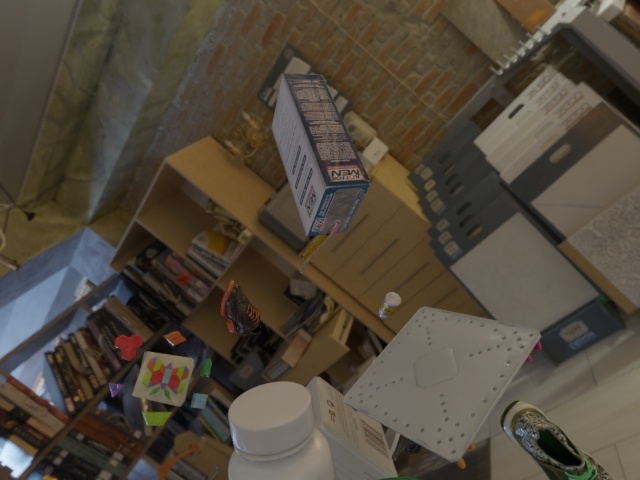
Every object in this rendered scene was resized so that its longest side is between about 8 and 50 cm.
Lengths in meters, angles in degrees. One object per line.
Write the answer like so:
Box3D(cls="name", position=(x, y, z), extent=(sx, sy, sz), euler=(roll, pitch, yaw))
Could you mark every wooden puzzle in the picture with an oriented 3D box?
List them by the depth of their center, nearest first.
Box3D(cls="wooden puzzle", position=(0.000, 0.000, 1.494), extent=(0.238, 0.044, 0.221), euler=(-51, 4, 2))

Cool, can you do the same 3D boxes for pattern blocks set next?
Box3D(cls="pattern blocks set", position=(-0.488, 0.427, 1.383), extent=(0.026, 0.325, 0.285), euler=(-13, 71, 44))

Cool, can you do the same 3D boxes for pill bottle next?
Box3D(cls="pill bottle", position=(-0.045, 0.306, 0.558), extent=(0.131, 0.229, 0.131), euler=(-8, 12, 2))
Box3D(cls="pill bottle", position=(0.184, 0.177, 1.192), extent=(0.043, 0.043, 0.083), euler=(-54, -12, -39))

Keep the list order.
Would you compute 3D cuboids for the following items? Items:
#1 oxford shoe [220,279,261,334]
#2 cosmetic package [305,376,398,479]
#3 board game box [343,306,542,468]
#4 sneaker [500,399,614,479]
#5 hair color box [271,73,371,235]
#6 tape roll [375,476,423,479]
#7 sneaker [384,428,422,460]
Box3D(cls="oxford shoe", position=(-0.216, 0.194, 1.256), extent=(0.271, 0.099, 0.096), euler=(92, -166, -59))
Box3D(cls="cosmetic package", position=(-0.009, 0.755, 1.476), extent=(0.393, 0.327, 0.329), euler=(-50, 9, 5))
Box3D(cls="board game box", position=(0.306, 0.346, 1.150), extent=(0.390, 0.050, 0.390), euler=(-42, 23, -25))
Box3D(cls="sneaker", position=(0.723, 0.658, 1.293), extent=(0.158, 0.410, 0.182), euler=(-50, -4, -4))
Box3D(cls="hair color box", position=(-0.013, -0.201, 1.012), extent=(0.105, 0.347, 0.173), euler=(-6, -31, -20))
Box3D(cls="tape roll", position=(0.176, 0.650, 0.887), extent=(0.321, 0.321, 0.077), euler=(-49, -10, 11))
Box3D(cls="sneaker", position=(0.308, 0.783, 1.669), extent=(0.104, 0.147, 0.295), euler=(-41, 5, 48))
